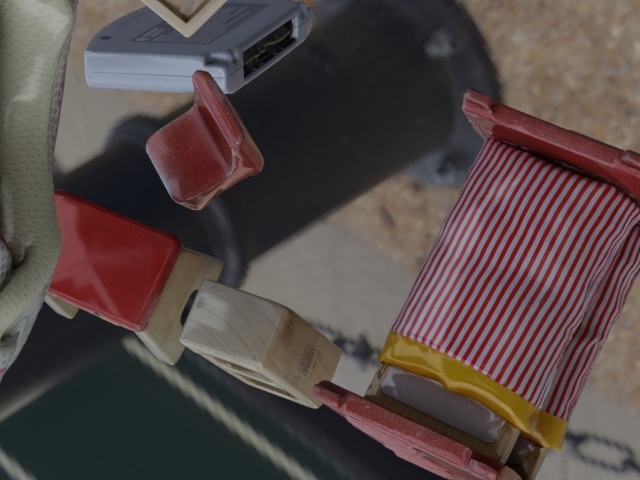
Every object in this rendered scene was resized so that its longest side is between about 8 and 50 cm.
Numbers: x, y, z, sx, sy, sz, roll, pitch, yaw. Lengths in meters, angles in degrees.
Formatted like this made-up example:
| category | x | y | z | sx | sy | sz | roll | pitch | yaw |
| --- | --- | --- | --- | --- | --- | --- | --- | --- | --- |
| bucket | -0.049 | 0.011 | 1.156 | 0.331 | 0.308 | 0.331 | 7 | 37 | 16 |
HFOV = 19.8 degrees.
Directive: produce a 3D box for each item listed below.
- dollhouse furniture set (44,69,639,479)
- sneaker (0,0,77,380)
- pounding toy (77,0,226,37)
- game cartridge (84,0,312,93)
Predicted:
| category | x | y | z | sx | sy | sz | roll | pitch | yaw |
| --- | --- | --- | --- | --- | --- | --- | --- | --- | --- |
| dollhouse furniture set | 0.000 | 0.000 | 1.101 | 0.374 | 0.201 | 0.152 | 21 | 171 | 23 |
| sneaker | -0.126 | 0.022 | 0.433 | 0.111 | 0.103 | 0.252 | -3 | 73 | 58 |
| pounding toy | -0.180 | -0.302 | 1.783 | 0.206 | 0.094 | 0.181 | 38 | 116 | -22 |
| game cartridge | -0.146 | -0.229 | 2.105 | 0.196 | 0.294 | 0.060 | 8 | 112 | 17 |
